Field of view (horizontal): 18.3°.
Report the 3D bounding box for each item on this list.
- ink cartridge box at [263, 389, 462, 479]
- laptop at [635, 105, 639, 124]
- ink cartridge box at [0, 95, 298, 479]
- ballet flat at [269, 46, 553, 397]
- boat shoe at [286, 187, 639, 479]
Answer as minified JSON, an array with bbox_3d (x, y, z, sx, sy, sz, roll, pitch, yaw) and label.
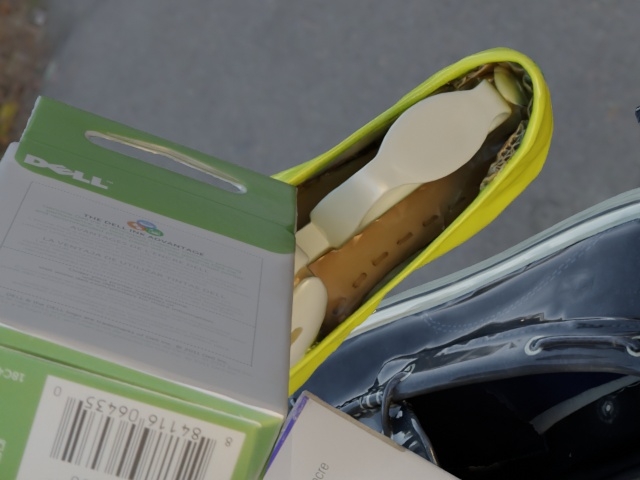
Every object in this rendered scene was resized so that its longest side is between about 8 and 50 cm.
[{"bbox_3d":[0.033,0.198,0.787,0.206,0.208,0.045,-59,-4,-15],"label":"ink cartridge box"},{"bbox_3d":[0.412,-0.049,1.165,0.382,0.408,0.236,-22,91,27],"label":"laptop"},{"bbox_3d":[-0.068,0.024,0.664,0.209,0.109,0.062,-89,18,-69],"label":"ink cartridge box"},{"bbox_3d":[0.000,0.000,0.761,0.231,0.077,0.077,-38,-6,-13],"label":"ballet flat"},{"bbox_3d":[0.100,0.133,1.363,0.500,0.187,0.156,-32,35,40],"label":"boat shoe"}]
